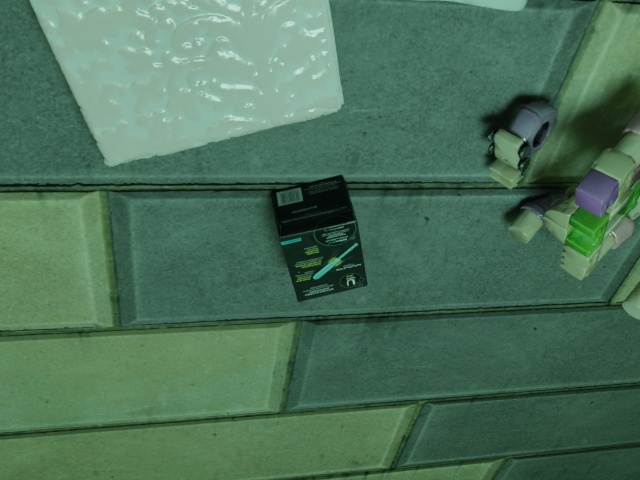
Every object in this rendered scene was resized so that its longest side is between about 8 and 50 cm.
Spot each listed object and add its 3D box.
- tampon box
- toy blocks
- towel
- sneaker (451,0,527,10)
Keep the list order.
[{"bbox_3d":[0.000,0.000,1.108,0.120,0.101,0.161,-13,138,0],"label":"tampon box"},{"bbox_3d":[0.462,-0.099,1.076,0.260,0.309,0.289,-46,151,-13],"label":"toy blocks"},{"bbox_3d":[-0.151,-0.249,0.845,0.331,0.053,0.317,-13,136,-1],"label":"towel"},{"bbox_3d":[0.138,-0.357,0.769,0.292,0.108,0.169,-5,136,-27],"label":"sneaker"}]
